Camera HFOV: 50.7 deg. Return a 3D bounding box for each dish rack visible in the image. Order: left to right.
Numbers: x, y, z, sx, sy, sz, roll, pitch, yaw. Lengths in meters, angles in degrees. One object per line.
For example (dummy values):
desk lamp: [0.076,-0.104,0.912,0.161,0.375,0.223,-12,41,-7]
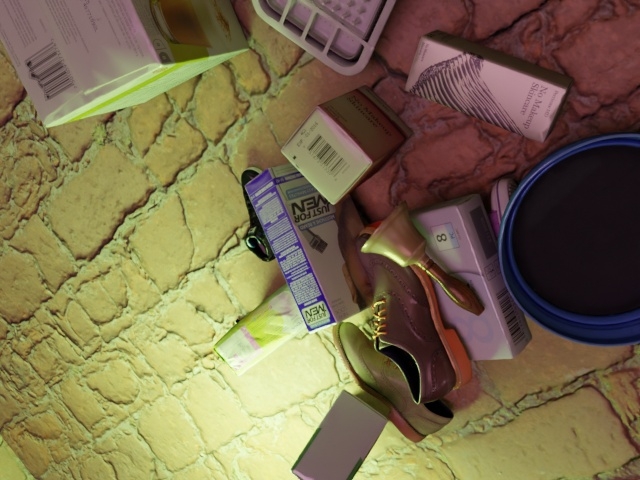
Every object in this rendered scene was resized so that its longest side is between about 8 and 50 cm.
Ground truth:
dish rack: [0.030,-0.508,1.257,0.285,0.072,0.333,38,136,9]

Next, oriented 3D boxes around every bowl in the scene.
bowl: [0.511,-0.002,1.194,0.390,0.077,0.392,3,111,7]

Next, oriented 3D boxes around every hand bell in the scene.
hand bell: [0.204,0.053,1.246,0.242,0.126,0.126,42,124,8]

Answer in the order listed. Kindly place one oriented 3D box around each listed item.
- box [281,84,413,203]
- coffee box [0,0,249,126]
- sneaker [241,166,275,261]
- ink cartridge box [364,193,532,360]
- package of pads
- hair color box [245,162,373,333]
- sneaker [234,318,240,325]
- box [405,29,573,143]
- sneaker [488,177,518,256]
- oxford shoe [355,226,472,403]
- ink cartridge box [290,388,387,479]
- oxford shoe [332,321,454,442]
box: [0.057,-0.192,1.315,0.148,0.232,0.127,45,124,3]
coffee box: [-0.413,-0.469,1.379,0.338,0.334,0.338,-17,102,30]
sneaker: [-0.141,-0.056,1.547,0.079,0.121,0.217,-17,103,31]
ink cartridge box: [0.205,0.096,1.390,0.384,0.091,0.308,-15,100,47]
package of pads: [-0.092,0.171,1.557,0.101,0.229,0.296,50,124,0]
hair color box: [0.000,0.000,1.412,0.110,0.185,0.339,-26,86,48]
sneaker: [-0.189,0.224,1.751,0.083,0.032,0.037,3,113,26]
box: [0.304,-0.283,1.229,0.275,0.094,0.113,24,121,17]
sneaker: [0.326,0.015,1.348,0.161,0.102,0.282,3,113,30]
oxford shoe: [0.153,0.142,1.320,0.364,0.132,0.130,60,156,12]
ink cartridge box: [0.051,0.466,1.543,0.121,0.289,0.211,32,79,13]
oxford shoe: [0.169,0.304,1.554,0.130,0.123,0.348,-36,103,31]
